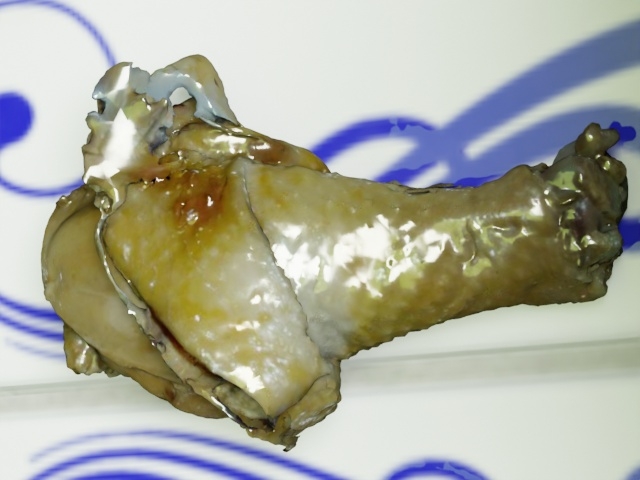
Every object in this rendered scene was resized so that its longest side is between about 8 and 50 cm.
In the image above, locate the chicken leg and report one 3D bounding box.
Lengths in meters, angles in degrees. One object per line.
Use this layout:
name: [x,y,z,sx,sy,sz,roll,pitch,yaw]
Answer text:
chicken leg: [-0.002,0.008,0.546,0.196,0.080,0.125,11,86,16]
